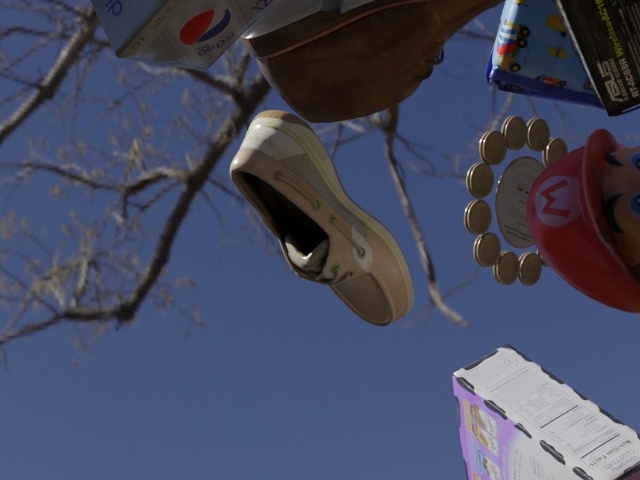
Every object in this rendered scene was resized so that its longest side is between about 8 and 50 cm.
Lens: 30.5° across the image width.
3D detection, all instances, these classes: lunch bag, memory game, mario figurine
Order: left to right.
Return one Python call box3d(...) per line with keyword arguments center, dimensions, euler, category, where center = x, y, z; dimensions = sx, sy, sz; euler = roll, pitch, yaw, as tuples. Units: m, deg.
box3d(center=(0.214, -0.041, 1.244), dimensions=(0.186, 0.186, 0.012), euler=(19, -9, -42), category="memory game")
box3d(center=(0.279, -0.282, 1.402), dimensions=(0.138, 0.293, 0.221), euler=(15, -83, -1), category="lunch bag")
box3d(center=(0.280, -0.034, 0.694), dimensions=(0.320, 0.198, 0.170), euler=(-5, -72, 20), category="mario figurine")

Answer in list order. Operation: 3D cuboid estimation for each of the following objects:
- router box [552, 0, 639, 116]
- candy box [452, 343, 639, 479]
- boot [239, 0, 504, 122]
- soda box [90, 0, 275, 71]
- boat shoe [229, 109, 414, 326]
box3d(center=(0.122, -0.130, 0.545), dimensions=(0.038, 0.092, 0.122), euler=(-24, -65, 14), category="router box")
box3d(center=(0.211, 0.212, 1.044), dimensions=(0.070, 0.196, 0.165), euler=(-26, -55, -23), category="candy box")
box3d(center=(0.086, -0.193, 1.032), dimensions=(0.305, 0.112, 0.115), euler=(-16, -59, 26), category="boot")
box3d(center=(-0.138, -0.265, 0.836), dimensions=(0.098, 0.286, 0.091), euler=(-39, -23, 32), category="soda box")
box3d(center=(0.000, 0.000, 1.277), dimensions=(0.109, 0.098, 0.302), euler=(-4, -47, 38), category="boat shoe")
